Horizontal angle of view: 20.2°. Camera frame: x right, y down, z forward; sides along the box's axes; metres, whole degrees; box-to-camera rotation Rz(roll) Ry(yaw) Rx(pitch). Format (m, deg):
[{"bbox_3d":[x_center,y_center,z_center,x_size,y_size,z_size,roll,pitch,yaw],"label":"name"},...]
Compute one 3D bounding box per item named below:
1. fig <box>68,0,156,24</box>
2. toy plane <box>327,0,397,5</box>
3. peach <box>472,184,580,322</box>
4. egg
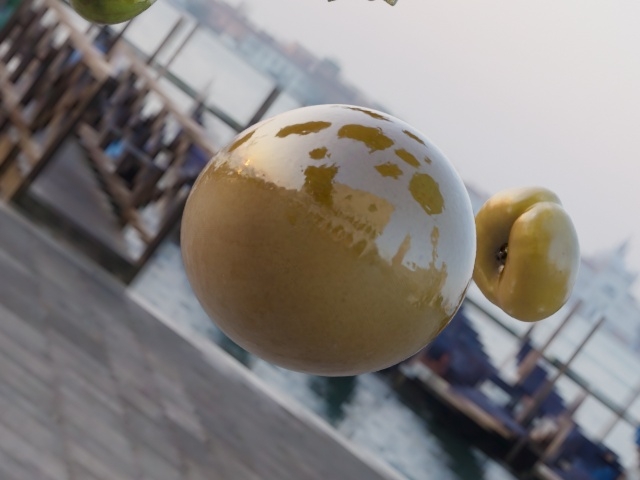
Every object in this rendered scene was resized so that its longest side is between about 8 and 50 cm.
[{"bbox_3d":[-0.207,-0.269,2.007,0.166,0.093,0.093,23,7,-16],"label":"fig"},{"bbox_3d":[0.106,-0.358,2.018,0.229,0.244,0.092,12,-31,48],"label":"toy plane"},{"bbox_3d":[0.264,0.015,2.318,0.103,0.179,0.179,2,24,-34],"label":"peach"},{"bbox_3d":[0.000,0.000,1.666,0.250,0.250,0.322,35,-20,-31],"label":"egg"}]
